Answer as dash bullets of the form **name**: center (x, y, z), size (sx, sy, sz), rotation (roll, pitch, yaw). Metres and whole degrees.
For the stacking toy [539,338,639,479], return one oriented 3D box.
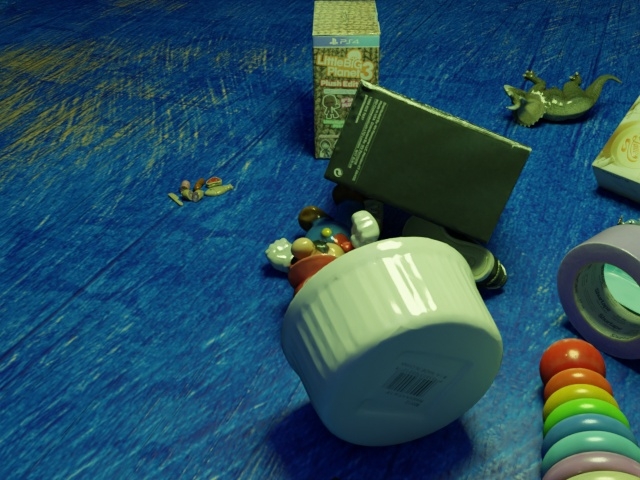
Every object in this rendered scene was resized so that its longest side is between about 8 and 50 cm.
- **stacking toy**: center (0.331, 0.239, 0.952), size (0.141, 0.141, 0.330), rotation (3, 29, 7)

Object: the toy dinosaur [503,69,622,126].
- **toy dinosaur**: center (0.580, -0.339, 1.831), size (0.314, 0.121, 0.160), rotation (1, 46, -6)

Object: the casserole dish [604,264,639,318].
- **casserole dish**: center (0.510, 0.087, 1.242), size (0.114, 0.037, 0.188), rotation (-23, 39, -31)

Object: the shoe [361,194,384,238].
- **shoe**: center (0.086, -0.071, 1.467), size (0.077, 0.058, 0.219), rotation (1, 34, 4)

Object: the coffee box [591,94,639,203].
- **coffee box**: center (0.677, -0.202, 1.500), size (0.141, 0.098, 0.246), rotation (33, 84, 38)

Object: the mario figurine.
- **mario figurine**: center (0.000, 0.000, 1.255), size (0.170, 0.198, 0.320), rotation (14, 30, -4)

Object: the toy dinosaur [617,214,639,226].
- **toy dinosaur**: center (0.605, -0.023, 1.420), size (0.082, 0.047, 0.090), rotation (22, 73, 17)

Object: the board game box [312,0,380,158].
- **board game box**: center (0.056, -0.364, 1.696), size (0.141, 0.291, 0.232), rotation (0, 34, 1)

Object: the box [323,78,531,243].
- **box**: center (0.181, -0.146, 1.325), size (0.294, 0.182, 0.296), rotation (22, 12, 2)

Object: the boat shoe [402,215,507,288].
- **boat shoe**: center (0.231, 0.022, 1.332), size (0.079, 0.084, 0.233), rotation (22, 7, -40)

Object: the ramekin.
- **ramekin**: center (0.099, 0.142, 0.973), size (0.277, 0.277, 0.135), rotation (-11, 43, -14)

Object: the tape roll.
- **tape roll**: center (0.457, 0.077, 1.124), size (0.080, 0.189, 0.189), rotation (-23, 40, -30)

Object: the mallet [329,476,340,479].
- **mallet**: center (-0.053, 0.334, 0.898), size (0.190, 0.039, 0.062), rotation (-11, 35, -22)

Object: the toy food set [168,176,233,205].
- **toy food set**: center (-0.253, -0.111, 1.570), size (0.122, 0.019, 0.078), rotation (-24, 40, -30)
